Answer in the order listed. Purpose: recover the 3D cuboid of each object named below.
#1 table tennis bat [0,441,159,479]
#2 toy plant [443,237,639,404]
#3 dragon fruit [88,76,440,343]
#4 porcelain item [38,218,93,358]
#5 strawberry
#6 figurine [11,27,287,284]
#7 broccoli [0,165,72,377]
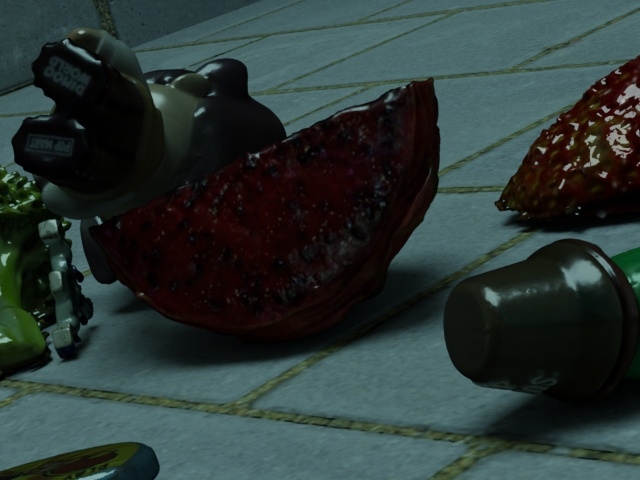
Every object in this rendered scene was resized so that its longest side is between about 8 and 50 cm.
[{"bbox_3d":[-0.195,0.169,0.962,0.215,0.044,0.329,-16,2,-13],"label":"table tennis bat"},{"bbox_3d":[0.180,0.051,1.033,0.200,0.105,0.143,-1,-5,-20],"label":"toy plant"},{"bbox_3d":[0.000,0.000,1.341,0.317,0.152,0.205,-24,-8,22],"label":"dragon fruit"},{"bbox_3d":[-0.226,0.052,1.465,0.021,0.136,0.075,-17,-28,10],"label":"porcelain item"},{"bbox_3d":[0.302,-0.107,1.426,0.306,0.138,0.233,-15,16,-5],"label":"strawberry"},{"bbox_3d":[-0.179,-0.074,1.471,0.206,0.218,0.365,-3,-11,29],"label":"figurine"},{"bbox_3d":[-0.345,0.018,1.500,0.242,0.180,0.273,-20,16,-24],"label":"broccoli"}]
